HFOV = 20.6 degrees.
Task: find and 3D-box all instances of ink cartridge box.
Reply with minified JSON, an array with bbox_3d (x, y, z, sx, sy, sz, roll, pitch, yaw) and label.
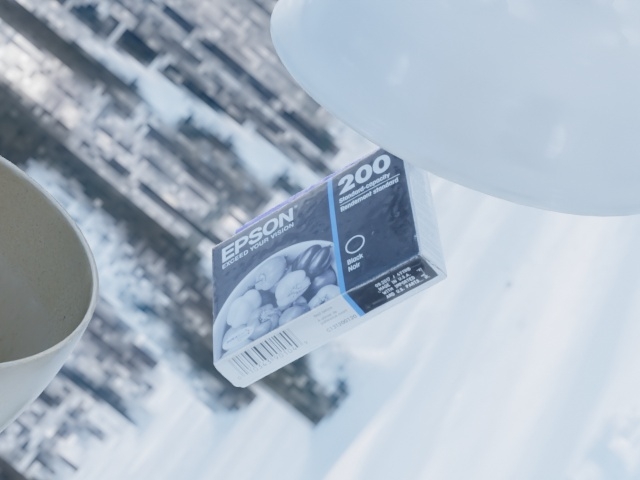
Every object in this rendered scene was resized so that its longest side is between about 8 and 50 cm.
[{"bbox_3d":[0.000,0.000,1.489,0.206,0.045,0.208,-30,35,19],"label":"ink cartridge box"}]

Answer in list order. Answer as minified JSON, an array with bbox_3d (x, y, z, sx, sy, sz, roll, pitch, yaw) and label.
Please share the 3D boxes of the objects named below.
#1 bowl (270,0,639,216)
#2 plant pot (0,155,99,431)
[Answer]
[{"bbox_3d":[0.127,-0.150,1.137,0.298,0.298,0.134,-58,-10,-61],"label":"bowl"},{"bbox_3d":[-0.312,0.062,1.170,0.191,0.284,0.284,-63,-3,28],"label":"plant pot"}]
